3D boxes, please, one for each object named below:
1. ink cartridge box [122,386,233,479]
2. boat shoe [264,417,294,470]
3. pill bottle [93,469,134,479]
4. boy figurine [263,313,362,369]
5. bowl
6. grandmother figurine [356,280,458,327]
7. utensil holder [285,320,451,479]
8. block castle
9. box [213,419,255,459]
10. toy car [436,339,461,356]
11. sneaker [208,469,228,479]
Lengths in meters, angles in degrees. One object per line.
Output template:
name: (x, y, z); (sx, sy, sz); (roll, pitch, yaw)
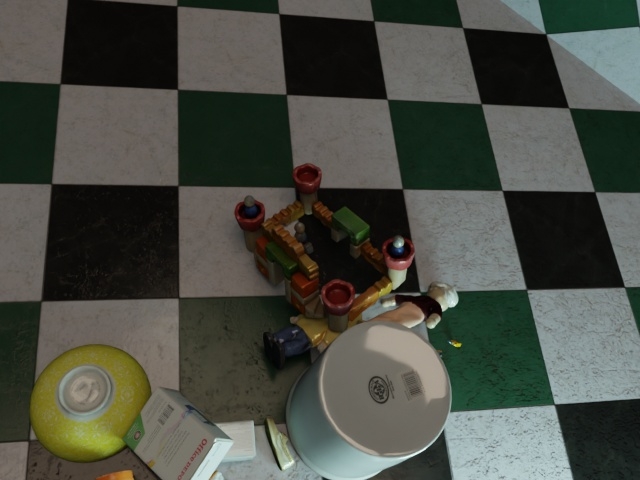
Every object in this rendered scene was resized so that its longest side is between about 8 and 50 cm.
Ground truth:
ink cartridge box: (-0.335, 0.471, 1.491); (0.212, 0.093, 0.154); (31, 85, 29)
boat shoe: (-0.105, 0.514, 1.614); (0.045, 0.050, 0.135); (-16, 80, -23)
pill bottle: (-0.450, 0.651, 1.423); (0.130, 0.130, 0.246); (-9, 67, -16)
boy figurine: (-0.015, 0.247, 1.720); (0.285, 0.092, 0.177); (-17, 29, -31)
bowl: (-0.556, 0.374, 1.515); (0.289, 0.156, 0.289); (5, 65, -11)
grandmother figurine: (0.256, 0.204, 1.787); (0.342, 0.104, 0.208); (-21, 36, -33)
utensil holder: (0.101, 0.394, 1.525); (0.327, 0.385, 0.327); (5, 64, -10)
block castle: (0.000, 0.000, 1.719); (0.303, 0.213, 0.453); (-34, 58, -23)
box: (-0.216, 0.498, 1.563); (0.102, 0.101, 0.087); (0, 66, -13)
toy car: (0.347, 0.327, 1.819); (0.122, 0.060, 0.040); (-13, 23, -36)
sneaker: (-0.266, 0.682, 1.472); (0.121, 0.099, 0.262); (31, 64, -2)
